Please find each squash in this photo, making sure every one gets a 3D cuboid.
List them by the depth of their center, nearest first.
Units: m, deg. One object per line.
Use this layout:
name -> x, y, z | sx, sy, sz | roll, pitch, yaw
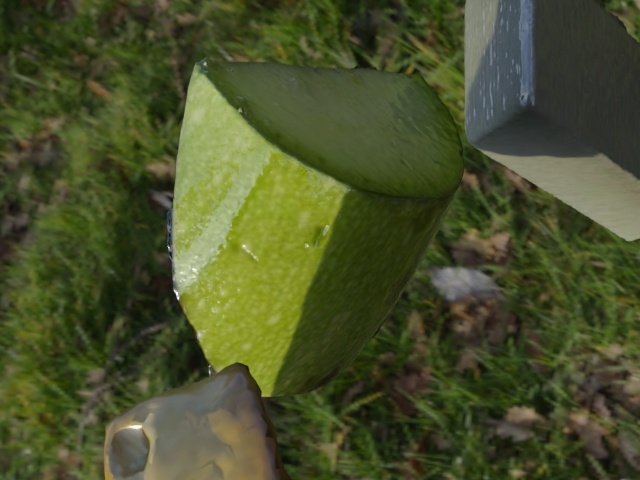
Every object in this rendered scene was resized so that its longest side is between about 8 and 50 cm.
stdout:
squash -> 0.017, 0.001, 0.677 | 0.085, 0.192, 0.184 | 13, 103, 44

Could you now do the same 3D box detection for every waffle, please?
waffle -> -0.016, 0.242, 0.521 | 0.077, 0.348, 0.304 | -14, 64, -10

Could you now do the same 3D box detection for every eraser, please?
eraser -> 0.191, -0.091, 0.923 | 0.077, 0.352, 0.111 | -5, 75, 32
